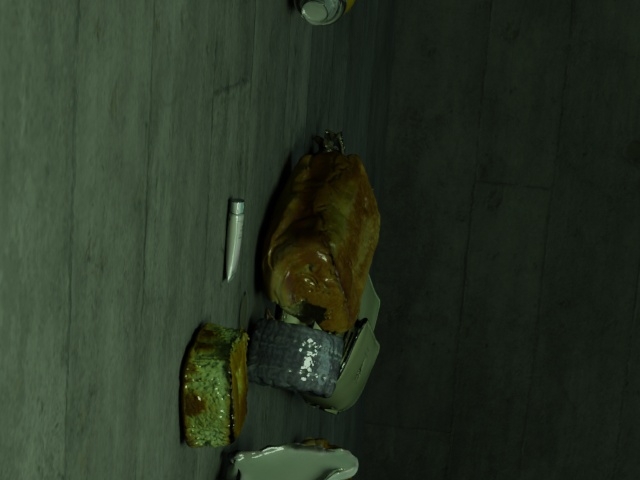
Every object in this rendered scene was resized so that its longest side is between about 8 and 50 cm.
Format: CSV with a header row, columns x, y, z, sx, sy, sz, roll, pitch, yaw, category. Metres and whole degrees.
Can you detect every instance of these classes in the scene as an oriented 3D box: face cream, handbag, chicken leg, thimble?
x,y,z,sx,sy,sz,roll,pitch,yaw,category
-0.117,0.001,1.743,0.038,0.020,0.115,-54,152,-76,face cream
0.016,0.177,2.335,0.358,0.160,0.236,63,40,-75,handbag
0.020,-0.132,2.430,0.196,0.080,0.125,66,18,-76,chicken leg
0.022,-0.449,2.102,0.348,0.105,0.105,-74,167,-50,face cream
-0.041,0.181,1.969,0.150,0.150,0.098,59,43,-77,thimble

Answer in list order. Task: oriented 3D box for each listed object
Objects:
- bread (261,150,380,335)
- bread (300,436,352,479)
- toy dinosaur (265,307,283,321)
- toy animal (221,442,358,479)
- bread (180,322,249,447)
x,y,z,sx,sy,sz,roll,pitch,yaw,category
-0.006,-0.002,2.072,0.344,0.149,0.195,-71,147,-56,bread
-0.003,0.500,2.552,0.236,0.120,0.198,86,11,-54,bread
-0.075,0.156,2.123,0.041,0.026,0.113,-59,145,-57,toy dinosaur
-0.071,0.425,1.873,0.249,0.174,0.289,-11,121,-60,toy animal
-0.128,0.180,1.615,0.128,0.069,0.140,-67,158,-67,bread
